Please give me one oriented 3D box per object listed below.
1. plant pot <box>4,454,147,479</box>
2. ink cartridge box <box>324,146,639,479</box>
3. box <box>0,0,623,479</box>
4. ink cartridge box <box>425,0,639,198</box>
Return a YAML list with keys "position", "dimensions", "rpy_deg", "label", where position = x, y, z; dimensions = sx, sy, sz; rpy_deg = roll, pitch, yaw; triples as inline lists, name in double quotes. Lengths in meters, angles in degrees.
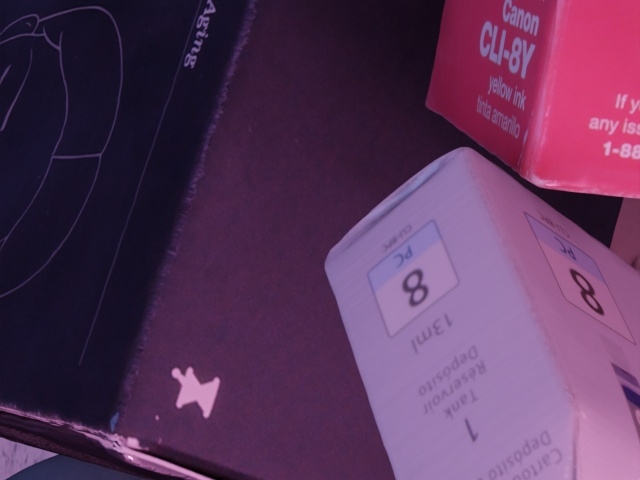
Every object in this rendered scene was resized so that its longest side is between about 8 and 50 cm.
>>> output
- position: [-0.213, 0.310, 1.616]
  dimensions: [0.290, 0.290, 0.195]
  rpy_deg: [-44, 14, 52]
  label: "plant pot"
- position: [0.171, 0.174, 0.653]
  dimensions: [0.091, 0.308, 0.385]
  rpy_deg: [-40, 43, 20]
  label: "ink cartridge box"
- position: [-0.063, -0.084, 1.093]
  dimensions: [0.471, 0.297, 0.480]
  rpy_deg: [3, 72, 55]
  label: "box"
- position: [0.226, -0.212, 0.737]
  dimensions: [0.160, 0.279, 0.385]
  rpy_deg: [-124, 42, -71]
  label: "ink cartridge box"
